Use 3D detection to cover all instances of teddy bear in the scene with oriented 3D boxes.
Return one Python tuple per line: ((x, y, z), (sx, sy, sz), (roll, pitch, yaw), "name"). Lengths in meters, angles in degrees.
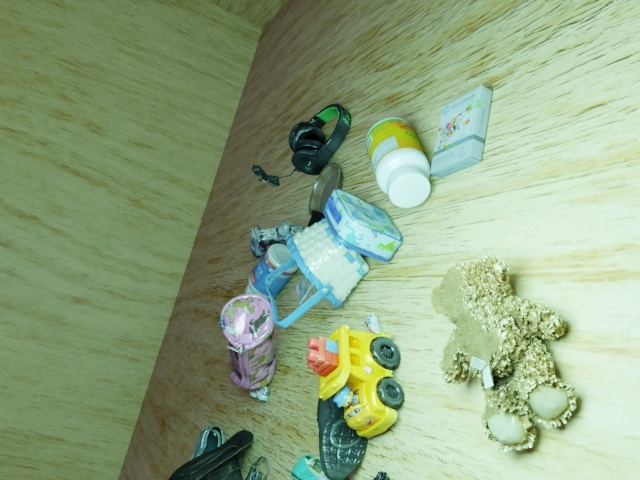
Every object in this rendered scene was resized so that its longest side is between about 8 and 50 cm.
((0.311, 0.186, 1.037), (0.245, 0.113, 0.338), (-68, 30, 22), "teddy bear")

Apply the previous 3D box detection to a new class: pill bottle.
((-0.174, 0.124, 2.098), (0.221, 0.124, 0.124), (-53, 28, 34), "pill bottle")
((0.199, -0.195, 1.529), (0.136, 0.137, 0.245), (-54, 28, 31), "pill bottle")

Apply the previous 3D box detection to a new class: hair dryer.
((-0.222, 0.790, 1.751), (0.293, 0.080, 0.223), (-52, 12, 24), "hair dryer")

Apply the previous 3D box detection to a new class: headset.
((-0.063, -0.337, 2.163), (0.394, 0.185, 0.243), (-44, 32, 25), "headset")

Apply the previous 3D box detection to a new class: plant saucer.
((0.024, -0.164, 2.016), (0.198, 0.036, 0.198), (-47, 32, 43), "plant saucer")

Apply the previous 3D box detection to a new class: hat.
((-0.314, 0.724, 1.870), (0.332, 0.133, 0.331), (-30, -2, -1), "hat")

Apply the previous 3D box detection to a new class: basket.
((-0.024, 0.091, 1.662), (0.289, 0.201, 0.254), (-34, 30, 6), "basket")

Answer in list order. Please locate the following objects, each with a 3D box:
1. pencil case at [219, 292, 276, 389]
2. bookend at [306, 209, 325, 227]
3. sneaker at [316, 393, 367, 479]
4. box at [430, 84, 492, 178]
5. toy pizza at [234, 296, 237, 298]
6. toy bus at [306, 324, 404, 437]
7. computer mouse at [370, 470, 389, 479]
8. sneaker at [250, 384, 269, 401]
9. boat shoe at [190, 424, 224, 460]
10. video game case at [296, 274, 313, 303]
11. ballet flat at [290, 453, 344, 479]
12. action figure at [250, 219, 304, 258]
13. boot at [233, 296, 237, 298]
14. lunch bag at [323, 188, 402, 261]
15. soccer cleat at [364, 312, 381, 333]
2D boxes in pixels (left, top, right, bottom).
((-0.209, 0.313, 1.807), (0.160, 0.167, 0.386), (49, 157, 24), "pencil case")
((0.000, 0.000, 1.885), (0.157, 0.073, 0.156), (-68, 22, 5), "bookend")
((0.041, 0.431, 1.428), (0.130, 0.109, 0.286), (120, 164, -44), "sneaker")
((0.329, -0.252, 1.419), (0.145, 0.038, 0.186), (-18, 53, 61), "box")
((-0.275, 0.300, 2.157), (0.201, 0.032, 0.201), (25, 124, 45), "toy pizza")
((0.058, 0.299, 1.335), (0.149, 0.212, 0.220), (-46, 34, 40), "toy bus")
((0.105, 0.571, 1.215), (0.106, 0.042, 0.192), (-49, 30, 37), "computer mouse")
((-0.189, 0.477, 1.954), (0.098, 0.038, 0.069), (-2, 68, 55), "sneaker")
((-0.389, 0.774, 2.042), (0.099, 0.116, 0.319), (-53, 23, 42), "boat shoe")
((-0.041, 0.132, 1.943), (0.122, 0.011, 0.087), (-58, 26, 26), "video game case")
((0.006, 0.557, 1.405), (0.087, 0.083, 0.247), (-59, 23, -12), "ballet flat")
((-0.164, -0.009, 2.139), (0.285, 0.186, 0.099), (135, 136, -58), "action figure")
((-0.268, 0.282, 2.245), (0.258, 0.095, 0.123), (-179, 95, -69), "boot")
((0.101, -0.042, 1.566), (0.090, 0.176, 0.219), (-59, 26, 19), "lunch bag")
((0.131, 0.204, 1.484), (0.083, 0.029, 0.035), (-128, 58, -69), "soccer cleat")
